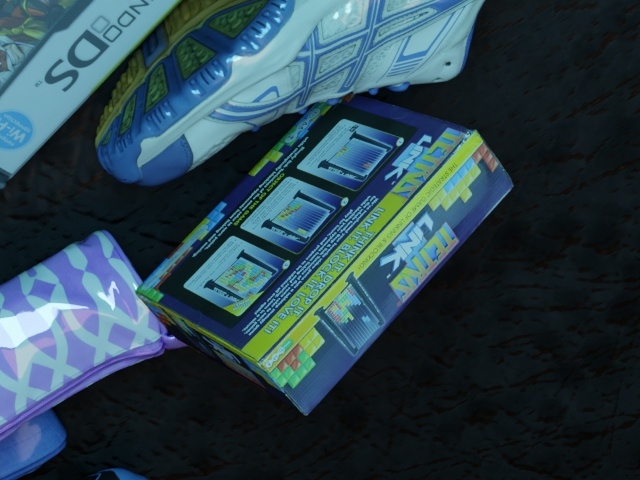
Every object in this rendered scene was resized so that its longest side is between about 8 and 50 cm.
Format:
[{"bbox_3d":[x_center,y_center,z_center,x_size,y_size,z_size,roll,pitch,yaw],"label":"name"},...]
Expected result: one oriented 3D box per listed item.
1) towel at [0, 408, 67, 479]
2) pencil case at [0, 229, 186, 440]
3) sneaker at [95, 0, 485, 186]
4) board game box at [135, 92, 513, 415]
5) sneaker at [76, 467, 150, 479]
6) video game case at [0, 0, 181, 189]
[{"bbox_3d":[-0.329,0.066,1.026,0.243,0.040,0.336,-26,125,6],"label":"towel"},{"bbox_3d":[-0.186,0.077,1.002,0.206,0.088,0.086,-33,152,-10],"label":"pencil case"},{"bbox_3d":[0.014,-0.109,0.934,0.296,0.112,0.131,-38,123,15],"label":"sneaker"},{"bbox_3d":[0.000,0.000,0.950,0.170,0.141,0.048,-47,125,-13],"label":"board game box"},{"bbox_3d":[-0.213,0.215,1.126,0.232,0.081,0.090,-39,130,17],"label":"sneaker"},{"bbox_3d":[-0.191,-0.185,0.886,0.275,0.035,0.248,36,111,-30],"label":"video game case"}]
